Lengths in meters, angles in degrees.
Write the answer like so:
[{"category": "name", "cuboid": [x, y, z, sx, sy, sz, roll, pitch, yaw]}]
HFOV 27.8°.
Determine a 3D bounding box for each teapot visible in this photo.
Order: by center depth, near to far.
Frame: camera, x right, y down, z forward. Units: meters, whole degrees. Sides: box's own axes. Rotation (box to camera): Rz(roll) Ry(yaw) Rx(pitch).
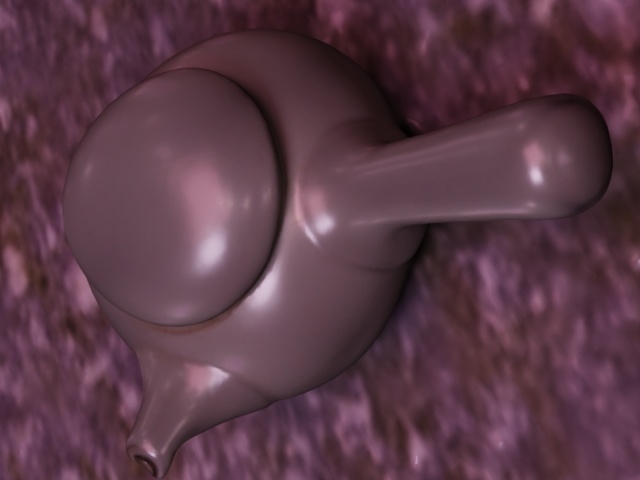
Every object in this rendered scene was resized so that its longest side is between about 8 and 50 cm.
[{"category": "teapot", "cuboid": [-0.010, -0.036, 0.675, 0.318, 0.149, 0.220, -36, 69, 28]}]
